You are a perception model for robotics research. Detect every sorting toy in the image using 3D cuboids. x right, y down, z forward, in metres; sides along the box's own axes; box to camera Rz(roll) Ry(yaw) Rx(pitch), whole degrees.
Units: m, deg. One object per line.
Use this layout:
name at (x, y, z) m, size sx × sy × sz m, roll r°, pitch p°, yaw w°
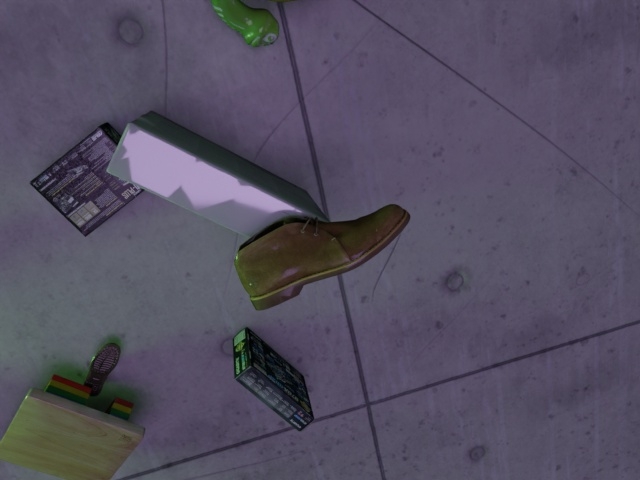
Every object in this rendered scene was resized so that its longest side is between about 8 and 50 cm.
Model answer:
sorting toy at (-0.570, 0.440, 1.145) m, size 0.257 × 0.089 × 0.255 m, roll 29°, pitch 118°, yaw -20°

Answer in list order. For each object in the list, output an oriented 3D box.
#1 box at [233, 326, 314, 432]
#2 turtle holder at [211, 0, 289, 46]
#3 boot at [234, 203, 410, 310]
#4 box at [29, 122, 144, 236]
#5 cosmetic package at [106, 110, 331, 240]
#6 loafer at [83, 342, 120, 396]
box at (-0.113, 0.326, 1.176) m, size 0.051 × 0.175 × 0.220 m, roll -42°, pitch 112°, yaw 5°
turtle holder at (-0.071, -0.514, 0.856) m, size 0.228 × 0.243 × 0.320 m, roll 9°, pitch 99°, yaw -32°
boot at (0.000, 0.000, 0.821) m, size 0.305 × 0.112 × 0.115 m, roll -27°, pitch 102°, yaw 2°
box at (-0.453, -0.124, 1.000) m, size 0.180 × 0.077 × 0.147 m, roll -38°, pitch 112°, yaw 4°
cosmetic package at (-0.182, -0.110, 0.949) m, size 0.377 × 0.284 × 0.097 m, roll 26°, pitch 103°, yaw -18°
loafer at (-0.510, 0.293, 1.151) m, size 0.056 × 0.050 × 0.148 m, roll 29°, pitch 103°, yaw -21°
